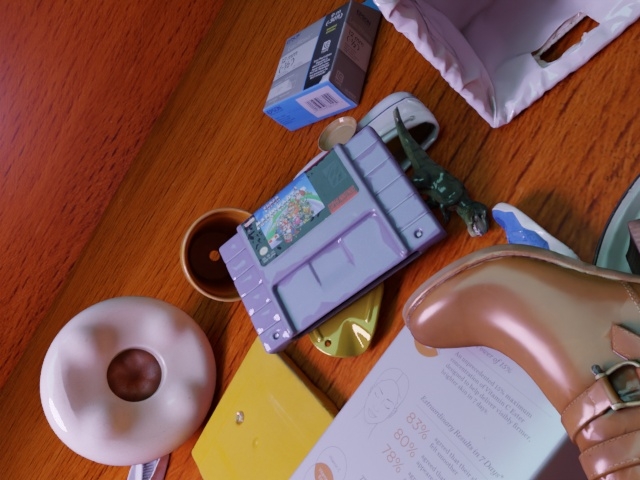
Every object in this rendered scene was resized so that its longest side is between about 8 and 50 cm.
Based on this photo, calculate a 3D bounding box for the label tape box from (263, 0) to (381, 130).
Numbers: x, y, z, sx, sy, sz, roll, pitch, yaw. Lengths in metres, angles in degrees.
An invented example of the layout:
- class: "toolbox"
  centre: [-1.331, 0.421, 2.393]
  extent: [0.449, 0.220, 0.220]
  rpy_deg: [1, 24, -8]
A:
- class: "label tape box"
  centre: [0.010, -0.473, 1.260]
  extent: [0.249, 0.115, 0.348]
  rpy_deg: [-7, 64, 48]

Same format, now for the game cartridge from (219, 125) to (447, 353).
- class: "game cartridge"
  centre: [0.000, 0.000, 0.837]
  extent: [0.355, 0.068, 0.230]
  rpy_deg: [-38, 70, 18]

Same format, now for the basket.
- class: "basket"
  centre: [0.263, -0.421, 0.742]
  extent: [0.328, 0.331, 0.267]
  rpy_deg: [-41, 39, 25]

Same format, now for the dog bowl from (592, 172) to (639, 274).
- class: "dog bowl"
  centre: [0.438, 0.059, 0.369]
  extent: [0.407, 0.150, 0.408]
  rpy_deg: [-28, 48, 36]

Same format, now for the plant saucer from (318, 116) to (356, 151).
- class: "plant saucer"
  centre: [0.034, -0.193, 0.930]
  extent: [0.083, 0.015, 0.084]
  rpy_deg: [-22, 47, 26]

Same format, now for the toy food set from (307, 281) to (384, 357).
- class: "toy food set"
  centre: [0.057, 0.099, 0.879]
  extent: [0.128, 0.071, 0.218]
  rpy_deg: [7, 73, 27]

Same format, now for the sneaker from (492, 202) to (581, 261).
- class: "sneaker"
  centre: [0.265, 0.015, 0.680]
  extent: [0.084, 0.058, 0.152]
  rpy_deg: [-45, 45, 8]

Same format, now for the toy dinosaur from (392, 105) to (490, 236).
- class: "toy dinosaur"
  centre: [0.167, -0.088, 0.830]
  extent: [0.118, 0.064, 0.268]
  rpy_deg: [-45, 64, 23]

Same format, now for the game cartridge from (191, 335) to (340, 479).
- class: "game cartridge"
  centre: [-0.097, 0.367, 0.899]
  extent: [0.323, 0.052, 0.285]
  rpy_deg: [32, 93, 51]

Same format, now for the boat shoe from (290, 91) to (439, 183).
- class: "boat shoe"
  centre: [0.077, -0.103, 0.939]
  extent: [0.367, 0.136, 0.156]
  rpy_deg: [-41, 43, 10]

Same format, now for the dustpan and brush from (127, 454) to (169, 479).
- class: "dustpan and brush"
  centre: [-0.402, 0.560, 1.124]
  extent: [0.147, 0.060, 0.211]
  rpy_deg: [-38, 42, 28]

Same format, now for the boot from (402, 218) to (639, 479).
- class: "boot"
  centre: [0.202, 0.112, 0.395]
  extent: [0.283, 0.109, 0.220]
  rpy_deg: [-15, 52, 23]

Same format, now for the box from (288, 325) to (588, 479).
- class: "box"
  centre: [0.138, 0.259, 0.559]
  extent: [0.345, 0.168, 0.215]
  rpy_deg: [-54, 37, 3]

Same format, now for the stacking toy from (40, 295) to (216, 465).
- class: "stacking toy"
  centre: [-0.480, 0.365, 1.204]
  extent: [0.480, 0.350, 0.351]
  rpy_deg: [-42, 37, 51]

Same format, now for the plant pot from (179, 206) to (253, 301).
- class: "plant pot"
  centre: [-0.231, 0.033, 1.167]
  extent: [0.188, 0.205, 0.205]
  rpy_deg: [-5, 62, 66]
